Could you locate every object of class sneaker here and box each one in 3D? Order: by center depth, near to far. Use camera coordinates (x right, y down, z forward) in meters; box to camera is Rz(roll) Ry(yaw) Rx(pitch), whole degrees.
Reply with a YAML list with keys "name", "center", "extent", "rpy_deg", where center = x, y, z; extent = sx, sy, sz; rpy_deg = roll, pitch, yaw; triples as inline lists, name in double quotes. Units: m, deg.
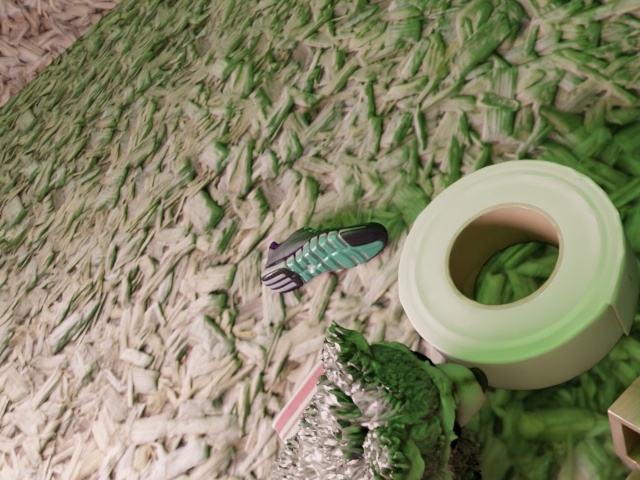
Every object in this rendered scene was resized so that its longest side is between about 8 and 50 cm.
- name: "sneaker"
  center: [0.000, 0.000, 1.087]
  extent: [0.223, 0.083, 0.098]
  rpy_deg: [-22, 46, 23]

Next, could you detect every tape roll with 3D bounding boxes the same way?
- name: "tape roll"
  center: [0.246, 0.040, 0.872]
  extent: [0.286, 0.100, 0.286]
  rpy_deg: [-18, 51, 24]

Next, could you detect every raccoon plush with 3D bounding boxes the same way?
- name: "raccoon plush"
  center: [-0.004, 0.279, 0.723]
  extent: [0.446, 0.299, 0.216]
  rpy_deg: [-48, 61, 2]

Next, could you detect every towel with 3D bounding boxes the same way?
- name: "towel"
  center: [0.028, 0.255, 0.932]
  extent: [0.144, 0.029, 0.197]
  rpy_deg: [-51, 46, -1]

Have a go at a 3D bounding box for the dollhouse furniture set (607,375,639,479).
- name: "dollhouse furniture set"
  center: [0.419, 0.234, 0.473]
  extent: [0.174, 0.303, 0.355]
  rpy_deg: [-38, 36, -16]
